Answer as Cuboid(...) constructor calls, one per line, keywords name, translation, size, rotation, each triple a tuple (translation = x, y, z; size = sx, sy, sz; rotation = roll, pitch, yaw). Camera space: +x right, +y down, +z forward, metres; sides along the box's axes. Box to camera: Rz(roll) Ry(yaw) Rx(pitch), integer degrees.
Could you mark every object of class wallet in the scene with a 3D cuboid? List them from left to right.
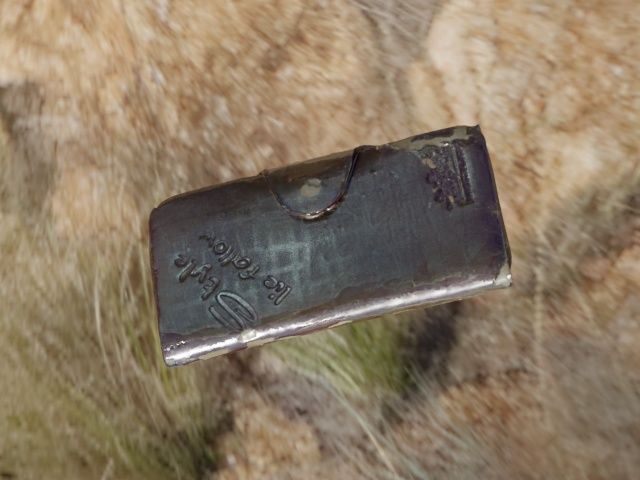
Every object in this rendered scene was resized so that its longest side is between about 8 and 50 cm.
Cuboid(name="wallet", translation=(0.000, 0.000, 1.151), size=(0.232, 0.031, 0.122), rotation=(-14, 63, 11))
